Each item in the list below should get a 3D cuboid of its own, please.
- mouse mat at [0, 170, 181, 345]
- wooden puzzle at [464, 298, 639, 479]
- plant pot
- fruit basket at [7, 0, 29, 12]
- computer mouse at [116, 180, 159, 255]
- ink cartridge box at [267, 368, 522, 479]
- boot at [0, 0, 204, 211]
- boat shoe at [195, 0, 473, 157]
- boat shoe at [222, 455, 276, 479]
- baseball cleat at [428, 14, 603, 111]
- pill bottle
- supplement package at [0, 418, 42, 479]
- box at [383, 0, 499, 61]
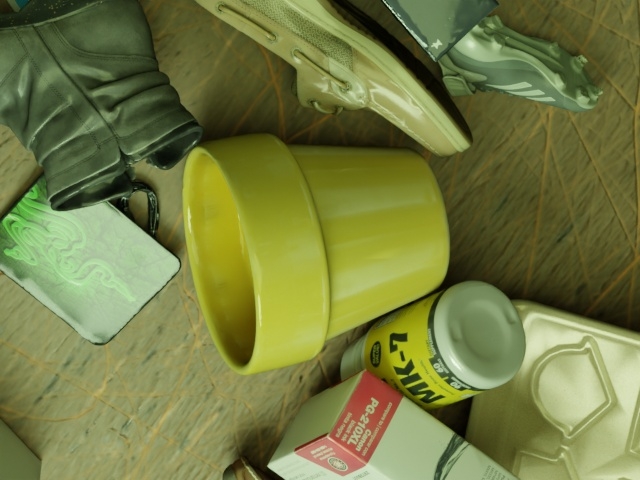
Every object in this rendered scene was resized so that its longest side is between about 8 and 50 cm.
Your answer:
[{"bbox_3d":[-0.270,0.018,1.932,0.189,0.007,0.152,40,110,-14],"label":"mouse mat"},{"bbox_3d":[0.344,0.243,1.988,0.347,0.080,0.322,14,114,12],"label":"wooden puzzle"},{"bbox_3d":[0.000,0.000,1.855,0.239,0.254,0.254,-10,108,-19],"label":"plant pot"},{"bbox_3d":[-0.265,-0.418,1.714,0.327,0.165,0.353,-21,117,17],"label":"fruit basket"},{"bbox_3d":[-0.233,-0.092,1.897,0.071,0.041,0.242,-21,109,0],"label":"computer mouse"},{"bbox_3d":[0.087,0.264,1.918,0.237,0.172,0.100,36,61,-10],"label":"ink cartridge box"},{"bbox_3d":[-0.310,-0.126,1.790,0.338,0.118,0.223,-23,80,6],"label":"boot"},{"bbox_3d":[0.016,-0.194,1.857,0.341,0.121,0.110,40,104,-5],"label":"boat shoe"},{"bbox_3d":[0.019,0.349,2.026,0.116,0.123,0.324,-46,112,1],"label":"boat shoe"},{"bbox_3d":[0.209,-0.187,1.905,0.206,0.072,0.109,27,139,-28],"label":"baseball cleat"},{"bbox_3d":[0.120,0.127,1.908,0.119,0.208,0.119,13,65,-30],"label":"pill bottle"},{"bbox_3d":[-0.475,0.297,1.909,0.262,0.198,0.199,-37,108,6],"label":"supplement package"},{"bbox_3d":[0.093,-0.286,1.808,0.093,0.158,0.156,-40,107,7],"label":"box"}]
